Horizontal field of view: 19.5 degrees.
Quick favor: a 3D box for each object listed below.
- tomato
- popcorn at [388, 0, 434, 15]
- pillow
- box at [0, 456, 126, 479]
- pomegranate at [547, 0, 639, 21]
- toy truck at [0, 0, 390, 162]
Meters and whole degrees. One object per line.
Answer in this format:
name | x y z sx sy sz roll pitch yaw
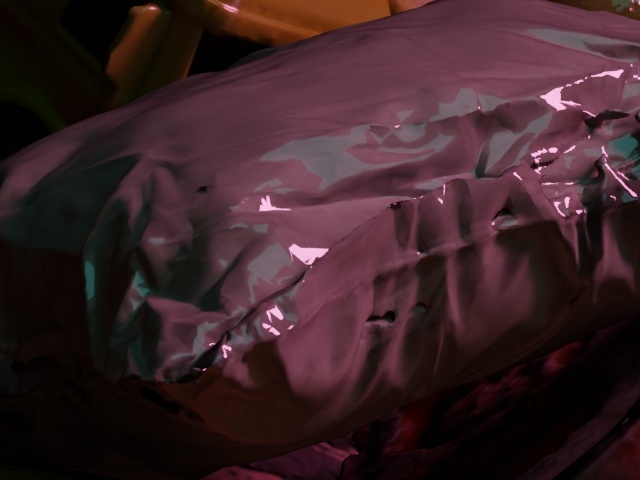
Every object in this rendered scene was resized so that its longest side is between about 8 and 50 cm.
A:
tomato | 0.106 0.116 0.700 0.155 0.181 0.214 49 24 -8
popcorn | 0.011 -0.161 1.152 0.235 0.181 0.217 4 44 7
pillow | 0.000 0.000 0.660 0.310 0.138 0.283 -22 9 -31
box | -0.066 0.107 0.431 0.193 0.084 0.301 3 -2 -45
pomegranate | 0.208 -0.115 1.326 0.210 0.179 0.179 37 15 -26
toy truck | -0.145 -0.150 0.922 0.180 0.254 0.405 4 32 -51
